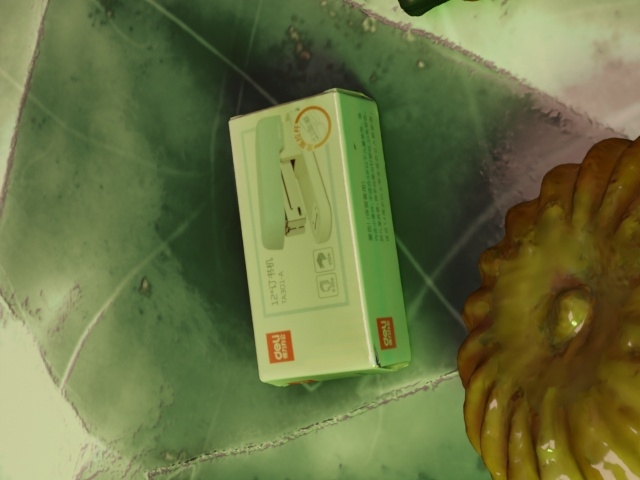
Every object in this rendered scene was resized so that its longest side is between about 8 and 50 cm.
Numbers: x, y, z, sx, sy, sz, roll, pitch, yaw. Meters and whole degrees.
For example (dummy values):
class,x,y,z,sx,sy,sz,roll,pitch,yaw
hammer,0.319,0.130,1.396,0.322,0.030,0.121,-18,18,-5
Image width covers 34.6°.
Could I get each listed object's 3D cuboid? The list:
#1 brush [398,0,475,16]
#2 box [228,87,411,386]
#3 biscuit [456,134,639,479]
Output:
class,x,y,z,sx,sy,sz,roll,pitch,yaw
brush,0.210,-0.265,0.866,0.323,0.070,0.051,-24,81,28
box,0.000,0.000,0.983,0.135,0.079,0.269,-10,84,31
biscuit,0.210,0.066,0.761,0.326,0.107,0.325,-38,43,48
